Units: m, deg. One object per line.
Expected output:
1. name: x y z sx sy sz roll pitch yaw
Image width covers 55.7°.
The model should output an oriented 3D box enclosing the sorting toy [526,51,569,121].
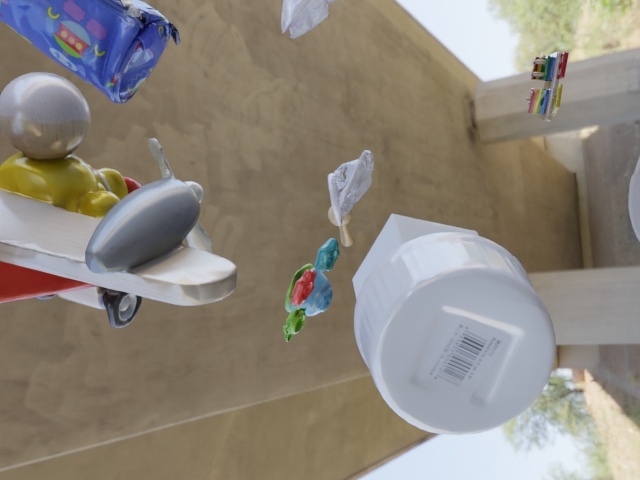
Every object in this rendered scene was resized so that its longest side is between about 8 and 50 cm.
1. sorting toy: 0.451 -0.314 1.232 0.274 0.046 0.132 -48 -35 -70

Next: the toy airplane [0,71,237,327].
1. toy airplane: -0.311 -0.035 0.594 0.386 0.384 0.272 11 -83 -29

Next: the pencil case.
1. pencil case: -0.327 -0.299 0.727 0.306 0.133 0.119 35 -130 -9

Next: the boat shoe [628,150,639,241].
1. boat shoe: 0.547 -0.148 0.894 0.158 0.127 0.340 0 -80 -53

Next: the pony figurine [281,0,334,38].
1. pony figurine: 0.072 -0.345 0.532 0.351 0.303 0.363 -82 -28 -86

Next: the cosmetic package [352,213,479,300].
1. cosmetic package: 0.222 0.080 1.366 0.225 0.224 0.138 10 -138 -21

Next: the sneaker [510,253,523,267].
1. sneaker: 0.292 0.133 1.068 0.234 0.084 0.097 -61 0 4

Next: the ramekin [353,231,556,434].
1. ramekin: 0.189 0.137 0.858 0.135 0.277 0.277 -90 -14 -75

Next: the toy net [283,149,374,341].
1. toy net: 0.000 0.000 0.710 0.122 0.045 0.232 -22 -47 -59
